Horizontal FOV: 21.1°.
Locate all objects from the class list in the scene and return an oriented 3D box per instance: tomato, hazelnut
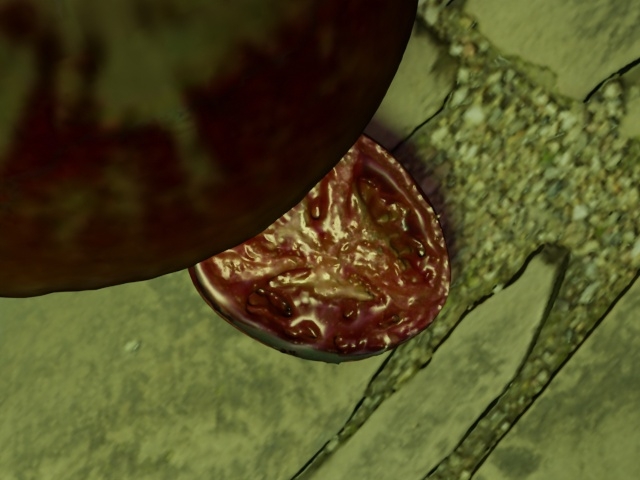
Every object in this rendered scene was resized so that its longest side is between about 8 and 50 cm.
[{"bbox_3d":[-0.001,0.009,1.229,0.166,0.082,0.174,-42,103,-3],"label":"tomato"},{"bbox_3d":[-0.162,-0.140,1.031,0.429,0.402,0.402,1,103,-17],"label":"hazelnut"}]
